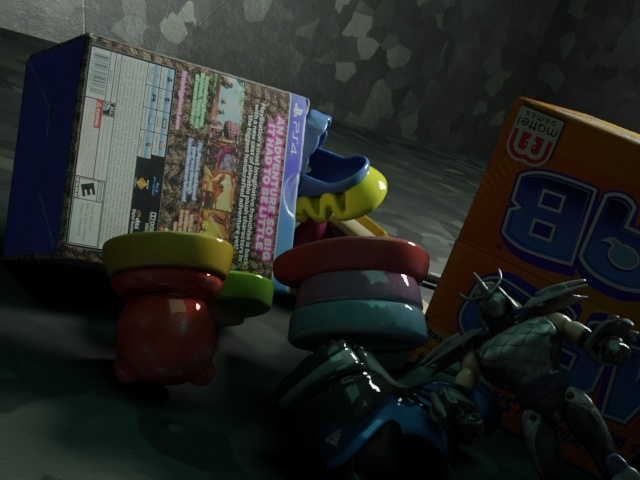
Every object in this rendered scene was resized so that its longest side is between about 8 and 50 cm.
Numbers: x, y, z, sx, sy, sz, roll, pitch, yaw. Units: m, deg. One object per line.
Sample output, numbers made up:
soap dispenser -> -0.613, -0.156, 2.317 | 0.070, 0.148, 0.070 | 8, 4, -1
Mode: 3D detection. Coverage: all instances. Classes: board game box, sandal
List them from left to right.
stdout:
board game box -> -0.177, -0.071, 1.224 | 0.291, 0.232, 0.141 | 12, -9, -38
sandal -> -0.080, -0.084, 1.419 | 0.317, 0.138, 0.126 | -13, 26, 17
board game box -> 0.379, 0.062, 1.355 | 0.356, 0.356, 0.356 | 26, 14, 23

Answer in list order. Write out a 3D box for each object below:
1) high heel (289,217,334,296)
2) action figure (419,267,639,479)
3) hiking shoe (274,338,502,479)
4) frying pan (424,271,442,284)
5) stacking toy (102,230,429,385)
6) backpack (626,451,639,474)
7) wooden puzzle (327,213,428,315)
high heel -> 0.000, 0.000, 1.553 | 0.082, 0.117, 0.244 | 24, 13, 13
action figure -> 0.198, 0.146, 0.929 | 0.285, 0.185, 0.099 | 64, 12, 20
hiking shoe -> 0.081, 0.182, 1.014 | 0.304, 0.113, 0.132 | 13, 42, -49
frying pan -> 0.302, 0.082, 1.859 | 0.326, 0.053, 0.197 | 21, 4, 5
stacking toy -> -0.051, 0.088, 1.087 | 0.309, 0.130, 0.279 | 0, -15, -3
backpack -> 0.430, 0.218, 1.026 | 0.191, 0.253, 0.225 | 39, 8, -12
wooden puzzle -> 0.053, -0.003, 1.567 | 0.221, 0.044, 0.239 | 40, -6, 36
